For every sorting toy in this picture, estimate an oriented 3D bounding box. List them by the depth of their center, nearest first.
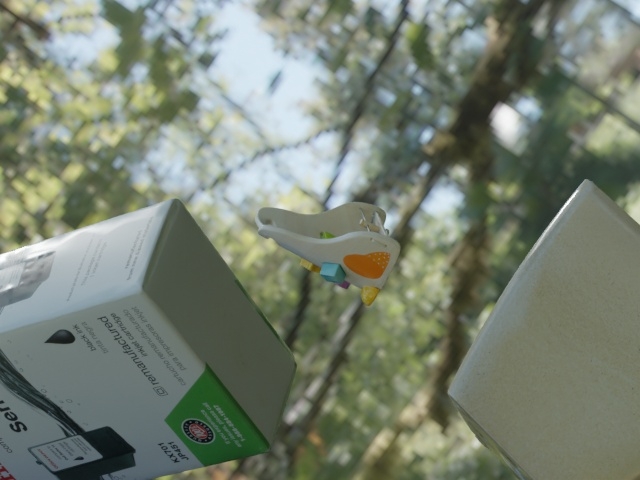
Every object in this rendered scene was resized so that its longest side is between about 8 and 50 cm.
[{"bbox_3d":[0.000,0.000,1.019,0.083,0.075,0.045,-104,34,-77],"label":"sorting toy"}]

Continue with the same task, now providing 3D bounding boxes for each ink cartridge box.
[{"bbox_3d":[-0.145,0.077,1.145,0.153,0.208,0.087,54,-147,-31],"label":"ink cartridge box"}]

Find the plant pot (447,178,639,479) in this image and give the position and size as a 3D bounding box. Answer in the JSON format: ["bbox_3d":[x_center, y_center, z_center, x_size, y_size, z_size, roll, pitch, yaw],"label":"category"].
[{"bbox_3d":[0.112,0.059,0.716,0.096,0.109,0.109,-43,-22,-4],"label":"plant pot"}]
